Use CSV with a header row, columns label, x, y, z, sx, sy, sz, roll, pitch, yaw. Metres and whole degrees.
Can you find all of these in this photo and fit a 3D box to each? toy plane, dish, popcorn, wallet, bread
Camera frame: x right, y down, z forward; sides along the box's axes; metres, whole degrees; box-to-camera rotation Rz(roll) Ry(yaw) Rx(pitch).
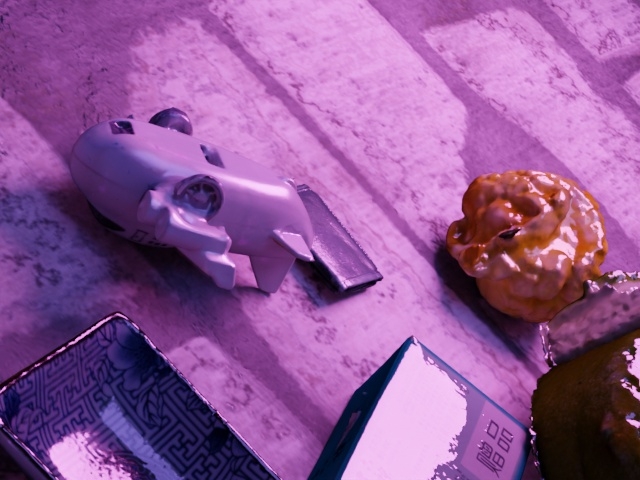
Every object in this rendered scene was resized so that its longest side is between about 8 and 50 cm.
label,x,y,z,sx,sy,sz,roll,pitch,yaw
toy plane,-0.114,-0.033,1.430,0.244,0.117,0.245,25,20,-10
dish,-0.134,0.188,1.181,0.243,0.080,0.182,47,34,5
popcorn,0.221,0.004,1.696,0.170,0.180,0.180,62,5,-56
wallet,0.000,0.000,1.576,0.129,0.026,0.088,49,30,14
bread,0.330,0.204,1.505,0.366,0.129,0.382,13,52,-56

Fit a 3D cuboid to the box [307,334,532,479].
label,x,y,z,sx,sy,sz,roll,pitch,yaw
box,0.077,0.211,1.355,0.153,0.092,0.245,40,34,-3
